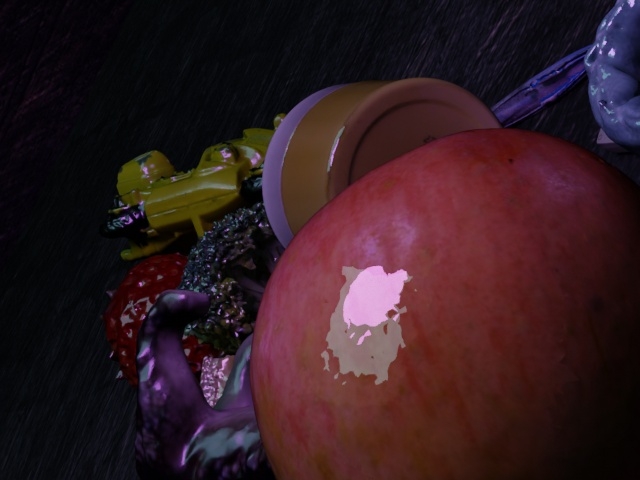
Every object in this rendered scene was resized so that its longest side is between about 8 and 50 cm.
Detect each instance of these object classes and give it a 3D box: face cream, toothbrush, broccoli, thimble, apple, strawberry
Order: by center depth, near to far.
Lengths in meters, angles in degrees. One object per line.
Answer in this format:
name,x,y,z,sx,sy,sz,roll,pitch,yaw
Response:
apple,0.125,0.116,1.431,0.364,0.364,0.364,-49,23,29
thimble,0.336,-0.147,1.543,0.235,0.143,0.198,-27,47,42
face cream,0.071,-0.059,1.977,0.218,0.218,0.179,-63,21,-9
toothbrush,0.175,-0.122,2.084,0.413,0.035,0.042,-33,31,52
broccoli,-0.068,0.061,2.188,0.194,0.194,0.219,-48,0,31
strawberry,-0.137,0.106,2.357,0.244,0.205,0.205,-13,46,33

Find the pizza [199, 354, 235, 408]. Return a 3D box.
pizza,-0.065,0.220,2.057,0.081,0.188,0.204,2,77,24

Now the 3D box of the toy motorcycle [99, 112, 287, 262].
toy motorcycle,-0.120,-0.068,2.399,0.342,0.206,0.142,-14,89,36

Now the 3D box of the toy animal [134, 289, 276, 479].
toy animal,-0.033,0.240,1.783,0.344,0.194,0.302,25,97,34

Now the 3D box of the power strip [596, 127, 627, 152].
power strip,0.321,-0.122,1.746,0.080,0.029,0.227,-66,21,-10
